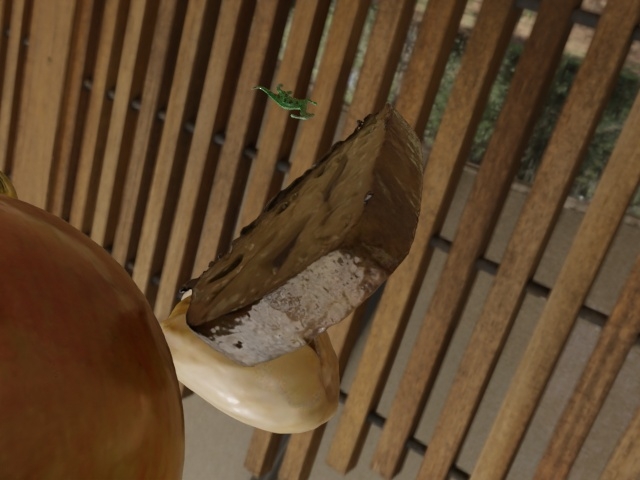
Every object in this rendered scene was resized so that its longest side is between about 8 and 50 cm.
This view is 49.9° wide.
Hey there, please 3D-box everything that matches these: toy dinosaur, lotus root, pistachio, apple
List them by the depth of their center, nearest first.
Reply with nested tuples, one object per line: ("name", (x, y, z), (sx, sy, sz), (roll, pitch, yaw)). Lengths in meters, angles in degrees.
("apple", (-0.291, 0.162, 0.519), (0.346, 0.391, 0.391), (34, -154, 27))
("lotus root", (0.000, 0.000, 0.576), (0.074, 0.261, 0.170), (46, -177, -22))
("toy dinosaur", (-0.046, -0.180, 0.910), (0.083, 0.021, 0.062), (-4, -127, -14))
("pistachio", (-0.105, 0.186, 1.090), (0.309, 0.230, 0.230), (26, -159, 2))

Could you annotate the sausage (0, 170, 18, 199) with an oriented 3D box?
("sausage", (-0.486, -0.034, 0.950), (0.123, 0.123, 0.347), (7, 171, -25))
